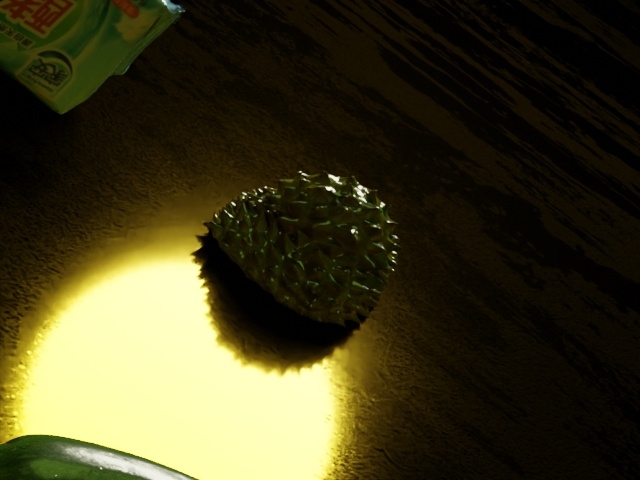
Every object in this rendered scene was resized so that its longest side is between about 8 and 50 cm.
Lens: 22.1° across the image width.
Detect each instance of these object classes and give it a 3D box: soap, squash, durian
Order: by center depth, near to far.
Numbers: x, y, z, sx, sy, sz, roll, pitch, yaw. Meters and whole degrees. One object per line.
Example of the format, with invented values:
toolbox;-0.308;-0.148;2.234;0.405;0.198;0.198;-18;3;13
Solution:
squash;-0.117;0.174;1.033;0.219;0.068;0.077;23;19;-19
soap;-0.267;-0.242;1.428;0.293;0.156;0.077;40;13;-21
durian;0.002;-0.003;1.431;0.187;0.108;0.119;26;26;-16
